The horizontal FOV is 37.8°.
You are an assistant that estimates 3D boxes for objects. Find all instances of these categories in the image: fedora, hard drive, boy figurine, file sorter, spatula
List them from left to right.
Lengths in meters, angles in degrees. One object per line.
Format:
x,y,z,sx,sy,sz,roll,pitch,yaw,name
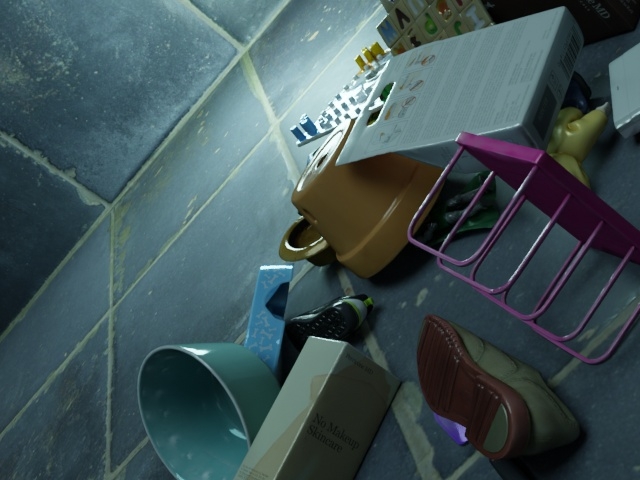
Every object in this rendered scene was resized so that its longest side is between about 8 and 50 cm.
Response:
0.000,0.000,2.022,0.194,0.079,0.194,-30,27,17,fedora
0.241,0.293,1.325,0.084,0.030,0.296,-50,26,7,spatula
0.295,0.014,1.291,0.182,0.290,0.202,-56,26,0,file sorter
0.407,-0.165,1.553,0.177,0.092,0.285,-32,33,36,boy figurine
0.593,-0.302,1.452,0.307,0.040,0.203,-34,26,35,hard drive

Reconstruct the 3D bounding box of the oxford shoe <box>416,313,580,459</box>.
0.240,0.209,1.346,0.348,0.130,0.123,-127,45,-63,oxford shoe

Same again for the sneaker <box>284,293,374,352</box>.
0.025,0.161,1.831,0.097,0.084,0.234,-31,4,-39,sneaker

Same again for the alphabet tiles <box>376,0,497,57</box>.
0.236,-0.409,1.881,0.011,0.342,0.285,-27,-7,-32,alphabet tiles

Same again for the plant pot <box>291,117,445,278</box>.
0.080,-0.100,1.813,0.291,0.203,0.291,-52,13,17,plant pot

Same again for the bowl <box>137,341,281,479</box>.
-0.184,0.315,1.760,0.163,0.311,0.311,-24,1,-43,bowl

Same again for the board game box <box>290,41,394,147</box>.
0.141,-0.405,2.231,0.390,0.050,0.390,-18,27,51,board game box

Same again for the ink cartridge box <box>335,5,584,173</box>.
0.242,-0.241,1.646,0.385,0.091,0.308,-9,43,41,ink cartridge box

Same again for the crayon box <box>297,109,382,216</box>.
0.093,-0.185,2.112,0.323,0.083,0.203,-33,32,35,crayon box

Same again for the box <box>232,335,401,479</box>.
-0.010,0.330,1.570,0.121,0.148,0.311,1,59,58,box

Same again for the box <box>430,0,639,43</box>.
0.414,-0.462,1.799,0.381,0.191,0.143,-11,48,56,box

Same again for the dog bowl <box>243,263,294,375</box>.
-0.112,0.170,1.928,0.297,0.074,0.166,-81,3,-45,dog bowl

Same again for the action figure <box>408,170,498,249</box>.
0.227,-0.043,1.741,0.232,0.063,0.137,-32,36,44,action figure
